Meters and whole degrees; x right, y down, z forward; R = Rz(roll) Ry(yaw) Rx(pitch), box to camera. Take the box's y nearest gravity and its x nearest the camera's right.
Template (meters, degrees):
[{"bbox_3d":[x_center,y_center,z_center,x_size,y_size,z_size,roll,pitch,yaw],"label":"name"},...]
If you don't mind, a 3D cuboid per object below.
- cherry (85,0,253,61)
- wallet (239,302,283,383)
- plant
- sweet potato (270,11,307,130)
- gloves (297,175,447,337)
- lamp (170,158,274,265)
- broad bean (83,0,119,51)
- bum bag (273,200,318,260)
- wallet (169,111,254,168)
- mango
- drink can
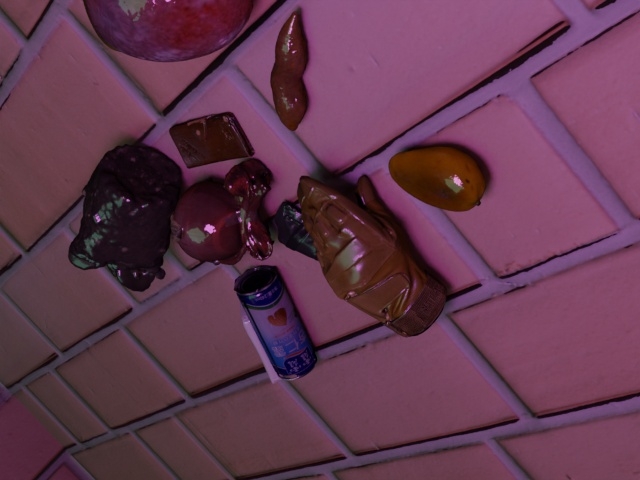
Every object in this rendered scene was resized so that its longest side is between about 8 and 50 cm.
[{"bbox_3d":[-0.245,-0.383,1.389,0.285,0.213,0.236,27,150,5],"label":"cherry"},{"bbox_3d":[-0.125,0.216,1.977,0.033,0.095,0.190,-22,120,5],"label":"wallet"},{"bbox_3d":[-0.386,-0.044,1.848,0.199,0.188,0.276,11,131,-19],"label":"plant"},{"bbox_3d":[-0.050,-0.266,1.462,0.065,0.051,0.218,27,140,25],"label":"sweet potato"},{"bbox_3d":[0.073,0.021,1.551,0.331,0.141,0.154,45,128,-13],"label":"gloves"},{"bbox_3d":[-0.184,-0.052,1.731,0.223,0.151,0.215,-6,121,7],"label":"lamp"},{"bbox_3d":[-0.348,-0.400,1.580,0.124,0.082,0.174,-8,110,45],"label":"broad bean"},{"bbox_3d":[0.000,0.000,1.684,0.198,0.049,0.087,27,116,19],"label":"bum bag"},{"bbox_3d":[-0.205,-0.181,1.703,0.176,0.026,0.095,-4,122,43],"label":"wallet"},{"bbox_3d":[0.176,-0.097,1.408,0.161,0.076,0.103,17,141,34],"label":"mango"},{"bbox_3d":[-0.090,0.168,1.886,0.097,0.097,0.235,3,127,40],"label":"drink can"}]
